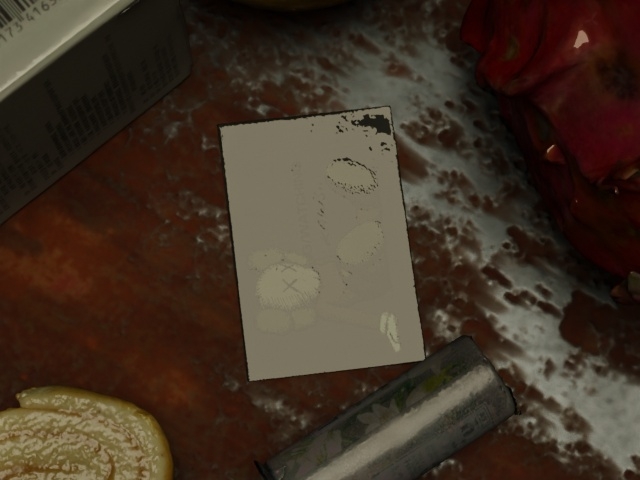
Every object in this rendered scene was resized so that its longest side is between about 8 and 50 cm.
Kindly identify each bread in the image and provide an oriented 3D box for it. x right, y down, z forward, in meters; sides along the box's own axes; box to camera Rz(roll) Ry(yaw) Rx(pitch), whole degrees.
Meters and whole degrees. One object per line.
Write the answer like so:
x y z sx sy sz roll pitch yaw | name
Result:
-0.172 0.156 1.066 0.149 0.073 0.122 7 72 -2 | bread

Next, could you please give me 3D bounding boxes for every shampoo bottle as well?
0.027 0.144 1.071 0.214 0.072 0.072 -32 80 -8 | shampoo bottle

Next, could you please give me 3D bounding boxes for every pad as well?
0.000 0.000 1.135 0.127 0.004 0.190 -7 77 -3 | pad

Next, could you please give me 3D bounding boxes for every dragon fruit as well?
0.247 -0.162 0.997 0.371 0.249 0.386 8 66 35 | dragon fruit

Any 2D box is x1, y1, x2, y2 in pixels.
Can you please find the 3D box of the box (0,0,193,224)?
-0.233 -0.089 1.049 0.299 0.200 0.106 -38 80 -9 | box

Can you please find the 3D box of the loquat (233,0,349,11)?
-0.008 -0.275 1.077 0.243 0.244 0.244 0 77 -1 | loquat
